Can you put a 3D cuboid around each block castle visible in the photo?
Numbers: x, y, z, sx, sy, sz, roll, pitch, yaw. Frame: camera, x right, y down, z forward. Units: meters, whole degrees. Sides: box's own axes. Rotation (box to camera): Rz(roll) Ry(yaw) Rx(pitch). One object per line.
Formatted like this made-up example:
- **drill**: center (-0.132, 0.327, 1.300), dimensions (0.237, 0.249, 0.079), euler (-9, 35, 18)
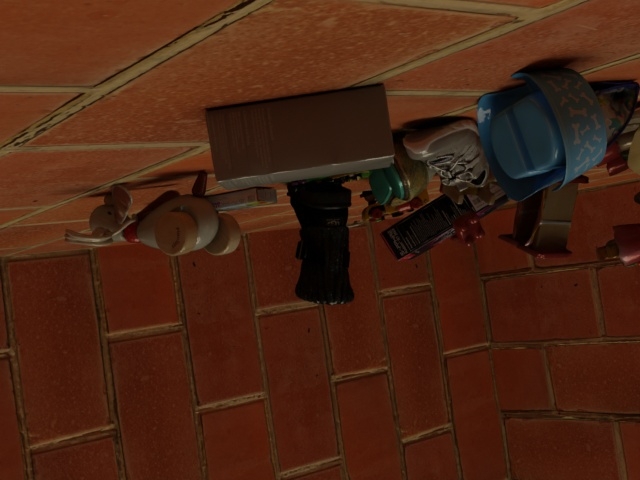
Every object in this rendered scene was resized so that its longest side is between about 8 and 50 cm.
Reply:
- **block castle**: center (0.689, -0.099, 2.102), dimensions (0.212, 0.303, 0.453), euler (-16, 175, 20)

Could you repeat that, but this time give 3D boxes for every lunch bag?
- **lunch bag**: center (0.410, -0.189, 1.484), dimensions (0.151, 0.096, 0.129), euler (-39, -168, -24)

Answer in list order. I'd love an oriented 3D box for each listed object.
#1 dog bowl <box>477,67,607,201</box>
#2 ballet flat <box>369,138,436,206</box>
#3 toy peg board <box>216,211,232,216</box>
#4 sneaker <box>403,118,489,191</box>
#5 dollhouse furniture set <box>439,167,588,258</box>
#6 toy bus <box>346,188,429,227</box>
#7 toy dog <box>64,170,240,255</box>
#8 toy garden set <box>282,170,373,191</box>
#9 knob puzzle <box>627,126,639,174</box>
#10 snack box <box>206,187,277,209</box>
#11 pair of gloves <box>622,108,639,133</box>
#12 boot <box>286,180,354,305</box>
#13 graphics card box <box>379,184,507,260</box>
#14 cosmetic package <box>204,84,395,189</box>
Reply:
- **dog bowl**: center (0.308, -0.151, 1.344), dimensions (0.074, 0.166, 0.297), euler (-20, 179, -9)
- **ballet flat**: center (0.163, -0.133, 1.779), dimensions (0.123, 0.123, 0.348), euler (-8, 176, -3)
- **toy peg board**: center (-0.300, -0.052, 2.283), dimensions (0.161, 0.079, 0.160), euler (17, 173, 24)
- **sneaker**: center (0.239, -0.144, 1.660), dimensions (0.105, 0.115, 0.281), euler (-10, 177, 34)
- **dollhouse furniture set**: center (0.413, -0.076, 2.175), dimensions (0.374, 0.201, 0.152), euler (1, -161, -29)
- **toy bus**: center (0.167, -0.110, 2.359), dimensions (0.191, 0.104, 0.202), euler (-17, 177, 39)
- **toy dog**: center (-0.317, -0.063, 1.855), dimensions (0.333, 0.161, 0.220), euler (7, -176, 13)
- **toy garden set**: center (0.069, -0.138, 2.015), dimensions (0.244, 0.049, 0.203), euler (-6, 177, -40)
- **knob puzzle**: center (0.685, -0.178, 1.827), dimensions (0.213, 0.213, 0.030), euler (-10, -152, 31)
- **snack box**: center (-0.187, -0.097, 2.277), dimensions (0.141, 0.037, 0.100), euler (-8, 176, 25)
- **pair of gloves**: center (0.490, -0.214, 1.765), dimensions (0.240, 0.042, 0.204), euler (-9, 175, -22)
- **boot**: center (-0.004, 0.000, 2.195), dimensions (0.131, 0.260, 0.348), euler (-3, -171, -6)
- **graphics card box**: center (0.345, -0.075, 2.436), dimensions (0.370, 0.094, 0.233), euler (-33, 172, 11)
- **cosmetic package**: center (-0.024, -0.133, 1.266), dimensions (0.237, 0.107, 0.127), euler (-11, 177, -1)
